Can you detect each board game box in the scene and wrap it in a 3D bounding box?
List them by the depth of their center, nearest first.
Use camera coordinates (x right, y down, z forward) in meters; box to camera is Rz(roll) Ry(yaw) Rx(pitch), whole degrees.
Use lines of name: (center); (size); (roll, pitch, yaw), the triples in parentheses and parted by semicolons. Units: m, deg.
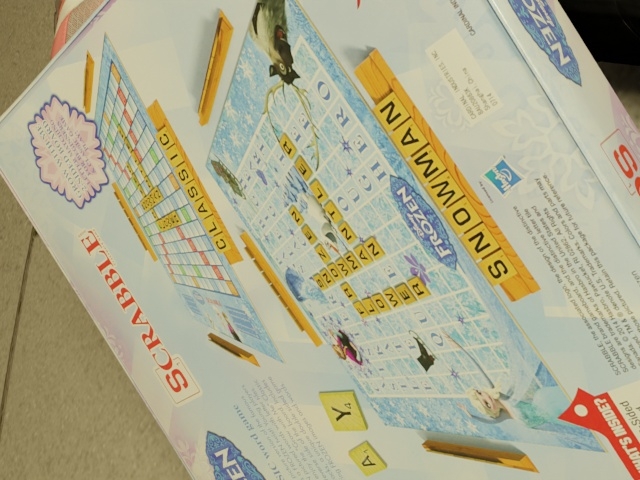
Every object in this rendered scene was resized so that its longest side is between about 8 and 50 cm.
board game box: (0.000, 0.000, 0.463); (0.318, 0.066, 0.319); (-31, 91, 39)

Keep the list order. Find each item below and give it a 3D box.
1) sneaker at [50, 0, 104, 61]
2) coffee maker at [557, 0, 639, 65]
sneaker: (-0.084, -0.116, 0.573); (0.314, 0.116, 0.136); (-21, 61, 44)
coffee maker: (0.177, -0.113, 0.420); (0.178, 0.120, 0.171); (32, 123, 53)
